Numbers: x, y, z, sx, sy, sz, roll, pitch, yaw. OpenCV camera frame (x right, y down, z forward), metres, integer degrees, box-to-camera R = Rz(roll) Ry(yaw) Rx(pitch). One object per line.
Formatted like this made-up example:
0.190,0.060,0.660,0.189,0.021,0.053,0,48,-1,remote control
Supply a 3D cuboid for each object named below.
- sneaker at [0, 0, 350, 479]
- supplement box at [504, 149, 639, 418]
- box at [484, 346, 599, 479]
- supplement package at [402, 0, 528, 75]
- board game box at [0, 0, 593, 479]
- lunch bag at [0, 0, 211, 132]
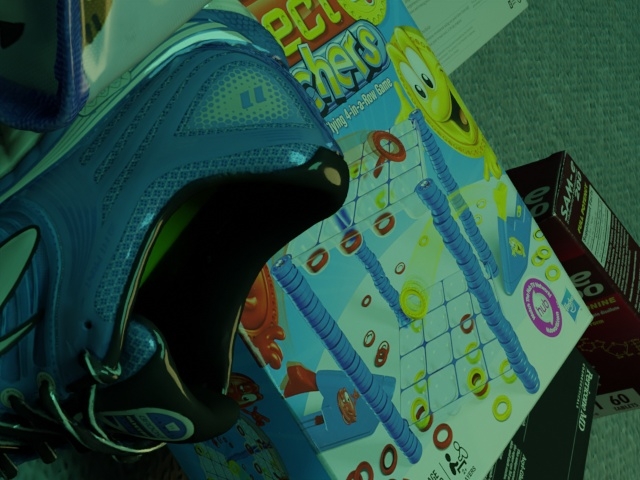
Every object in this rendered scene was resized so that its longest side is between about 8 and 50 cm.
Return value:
-0.122,0.046,0.661,0.147,0.330,0.130,47,5,29,sneaker
0.194,0.044,1.269,0.239,0.130,0.073,47,41,-32,supplement box
0.093,0.145,1.100,0.184,0.103,0.261,47,40,-27,box
0.013,-0.202,1.102,0.203,0.149,0.194,64,33,-12,supplement package
0.000,0.000,0.899,0.302,0.086,0.308,58,36,-8,board game box
-0.190,-0.240,0.640,0.328,0.386,0.238,-47,146,-53,lunch bag
